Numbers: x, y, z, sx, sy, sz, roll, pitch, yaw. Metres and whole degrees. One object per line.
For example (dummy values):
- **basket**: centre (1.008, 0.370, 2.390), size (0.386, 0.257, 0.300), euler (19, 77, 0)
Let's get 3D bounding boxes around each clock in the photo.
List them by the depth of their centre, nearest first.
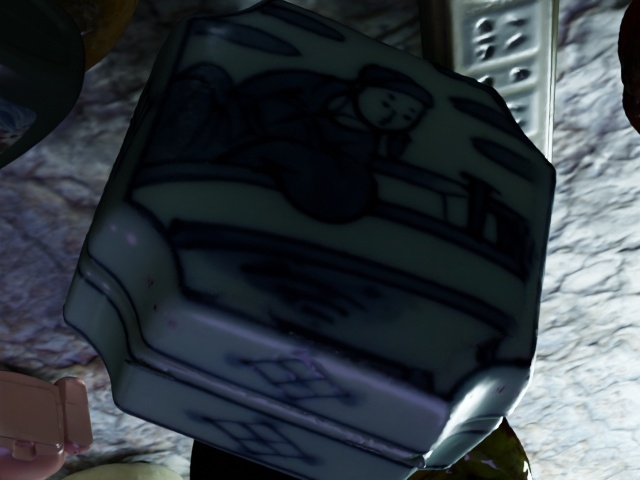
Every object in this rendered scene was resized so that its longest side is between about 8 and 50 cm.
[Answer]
- **clock**: centre (-0.297, 0.182, 1.338), size (0.166, 0.092, 0.162), euler (15, 139, -37)

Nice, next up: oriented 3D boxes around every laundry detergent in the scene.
- **laundry detergent**: centre (-0.237, -0.066, 0.801), size (0.222, 0.078, 0.144), euler (-30, 138, 30)

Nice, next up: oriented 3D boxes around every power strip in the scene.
- **power strip**: centre (0.118, -0.130, 1.069), size (0.092, 0.066, 0.387), euler (-15, 145, -3)

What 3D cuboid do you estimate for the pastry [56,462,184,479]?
- **pastry**: centre (-0.202, 0.281, 1.513), size (0.156, 0.092, 0.156), euler (-7, 138, -6)

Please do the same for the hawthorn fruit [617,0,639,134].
- **hawthorn fruit**: centre (0.306, -0.124, 1.083), size (0.194, 0.157, 0.157), euler (-19, 150, -27)

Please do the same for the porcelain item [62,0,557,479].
- **porcelain item**: centre (0.000, 0.000, 0.978), size (0.281, 0.286, 0.157), euler (23, 139, -9)

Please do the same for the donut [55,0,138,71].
- **donut**: centre (-0.215, -0.158, 0.854), size (0.261, 0.128, 0.208), euler (-22, 145, 14)

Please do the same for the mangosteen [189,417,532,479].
- **mangosteen**: centre (0.031, 0.198, 1.295), size (0.297, 0.297, 0.313), euler (-9, 158, -8)
